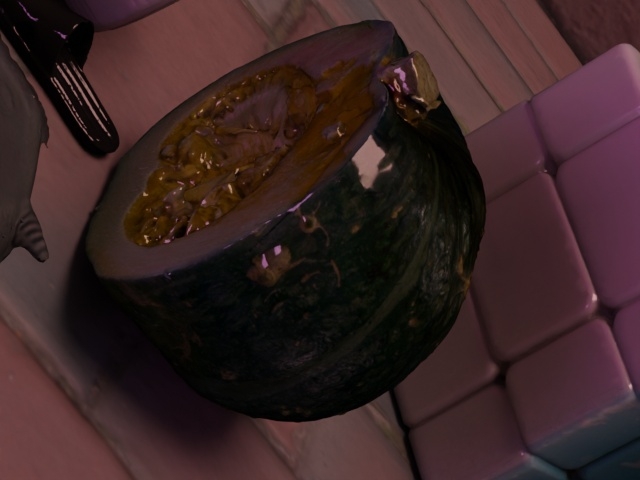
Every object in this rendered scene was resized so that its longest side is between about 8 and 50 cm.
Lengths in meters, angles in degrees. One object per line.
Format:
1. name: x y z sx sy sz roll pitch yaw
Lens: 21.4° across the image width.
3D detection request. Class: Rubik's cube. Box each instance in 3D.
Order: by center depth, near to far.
1. Rubik's cube: 0.259 0.076 1.518 0.322 0.316 0.319 32 34 -49

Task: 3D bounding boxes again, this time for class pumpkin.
1. pumpkin: 0.000 0.000 1.163 0.197 0.263 0.293 52 26 -24

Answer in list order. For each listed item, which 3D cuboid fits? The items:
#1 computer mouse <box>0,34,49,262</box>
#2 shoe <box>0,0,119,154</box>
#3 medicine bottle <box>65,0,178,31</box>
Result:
1. computer mouse: -0.277 -0.120 0.927 0.371 0.122 0.188 56 25 -23
2. shoe: -0.182 -0.139 1.230 0.159 0.053 0.062 60 26 -3
3. medicine bottle: -0.188 -0.361 1.248 0.395 0.242 0.242 58 23 -13
